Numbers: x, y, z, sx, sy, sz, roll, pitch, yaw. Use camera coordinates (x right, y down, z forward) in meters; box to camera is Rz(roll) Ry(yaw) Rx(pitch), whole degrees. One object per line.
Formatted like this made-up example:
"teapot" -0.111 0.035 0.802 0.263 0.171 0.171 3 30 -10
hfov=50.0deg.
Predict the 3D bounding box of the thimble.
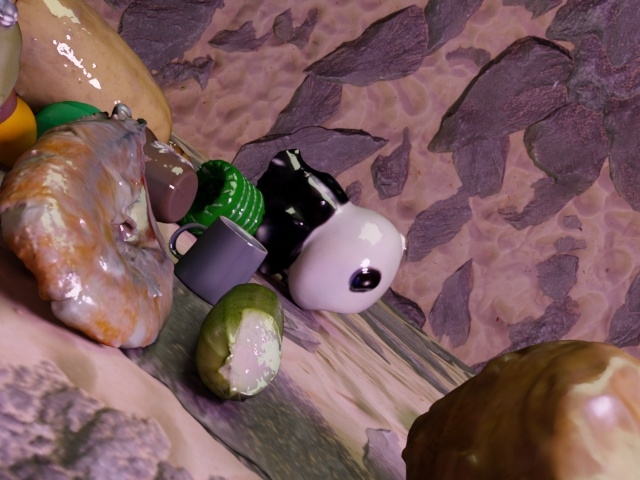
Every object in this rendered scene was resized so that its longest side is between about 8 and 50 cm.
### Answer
"thimble" -0.148 -0.053 1.008 0.090 0.118 0.130 40 24 -38

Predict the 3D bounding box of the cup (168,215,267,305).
"cup" -0.116 0.015 0.752 0.100 0.077 0.078 38 3 2

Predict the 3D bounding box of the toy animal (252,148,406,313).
"toy animal" -0.004 0.007 1.122 0.266 0.212 0.212 43 4 10

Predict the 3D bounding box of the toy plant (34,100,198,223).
"toy plant" -0.230 -0.085 0.733 0.200 0.105 0.143 27 -9 10

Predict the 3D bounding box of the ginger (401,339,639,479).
"ginger" 0.171 0.197 0.429 0.222 0.200 0.270 4 62 -23

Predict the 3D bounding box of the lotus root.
"lotus root" -0.284 -0.171 0.819 0.169 0.152 0.343 7 -30 40

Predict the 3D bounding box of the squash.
"squash" -0.064 0.076 0.576 0.069 0.069 0.239 38 3 -4

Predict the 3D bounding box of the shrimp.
"shrimp" -0.160 -0.026 0.548 0.317 0.062 0.164 -102 167 -62

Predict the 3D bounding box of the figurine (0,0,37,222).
"figurine" -0.254 -0.115 0.504 0.166 0.141 0.250 38 3 16
